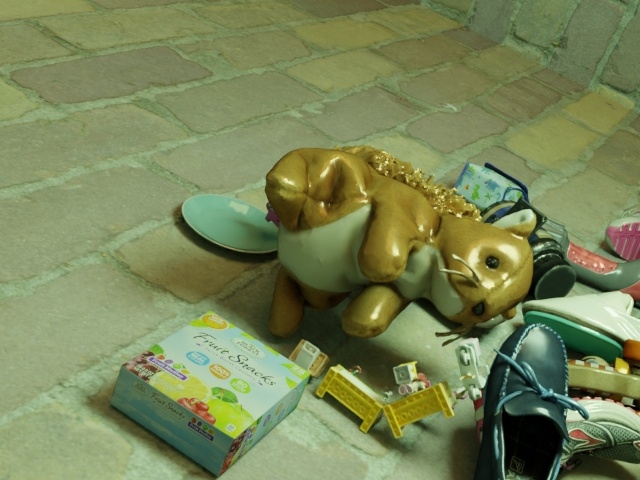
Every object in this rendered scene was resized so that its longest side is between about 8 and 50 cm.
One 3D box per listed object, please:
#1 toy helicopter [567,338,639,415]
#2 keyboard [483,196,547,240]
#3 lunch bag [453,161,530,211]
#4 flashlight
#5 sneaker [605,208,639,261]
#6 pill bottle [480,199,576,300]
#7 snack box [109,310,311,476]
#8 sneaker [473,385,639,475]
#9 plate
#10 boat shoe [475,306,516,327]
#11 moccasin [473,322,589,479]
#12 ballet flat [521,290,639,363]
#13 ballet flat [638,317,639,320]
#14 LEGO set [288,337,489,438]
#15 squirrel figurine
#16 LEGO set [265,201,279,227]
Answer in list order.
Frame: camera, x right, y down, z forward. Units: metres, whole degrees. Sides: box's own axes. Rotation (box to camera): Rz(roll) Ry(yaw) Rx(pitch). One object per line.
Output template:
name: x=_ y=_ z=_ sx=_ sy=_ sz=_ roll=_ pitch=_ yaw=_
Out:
toy helicopter: x=0.389 y=0.205 z=1.559 sx=0.235 sy=0.140 sz=0.355 roll=13 pitch=0 yaw=41
keyboard: x=0.343 y=-0.003 z=1.901 sx=0.023 sy=0.180 sz=0.108 roll=40 pitch=6 yaw=-48
lunch bag: x=0.394 y=-0.111 z=2.233 sx=0.129 sy=0.096 sz=0.151 roll=36 pitch=15 yaw=31
flashlight: x=0.575 y=0.042 z=2.053 sx=0.304 sy=0.103 sz=0.103 roll=26 pitch=60 yaw=-3
sneaker: x=0.736 y=-0.018 z=2.320 sx=0.252 sy=0.103 sz=0.111 roll=6 pitch=26 yaw=-43
pill bottle: x=0.401 y=0.025 z=1.940 sx=0.123 sy=0.123 sz=0.219 roll=5 pitch=31 yaw=-31
snack box: x=-0.137 y=0.190 z=1.276 sx=0.174 sy=0.070 sz=0.207 roll=29 pitch=25 yaw=15
sneaker: x=0.352 y=0.292 z=1.437 sx=0.299 sy=0.121 sz=0.112 roll=13 pitch=56 yaw=-19
plate: x=-0.153 y=-0.023 z=1.714 sx=0.188 sy=0.024 sz=0.188 roll=19 pitch=26 yaw=-10
boat shoe: x=0.200 y=0.044 z=1.777 sx=0.355 sy=0.132 sz=0.130 roll=39 pitch=9 yaw=26
moccasin: x=0.281 y=0.251 z=1.282 sx=0.138 sy=0.117 sz=0.342 roll=19 pitch=56 yaw=-7
ballet flat: x=0.557 y=0.167 z=1.733 sx=0.400 sy=0.139 sz=0.139 roll=23 pitch=25 yaw=19
ballet flat: x=0.618 y=0.216 z=1.823 sx=0.074 sy=0.074 sz=0.203 roll=15 pitch=33 yaw=-15
LEGO set: x=0.102 y=0.201 z=1.396 sx=0.287 sy=0.132 sz=0.107 roll=-2 pitch=2 yaw=27
squirrel figurine: x=0.141 y=-0.011 z=1.500 sx=0.370 sy=0.281 sz=0.397 roll=9 pitch=26 yaw=13
LEGO set: x=0.000 y=0.000 z=1.714 sx=0.087 sy=0.093 sz=0.227 roll=-31 pitch=71 yaw=-35
